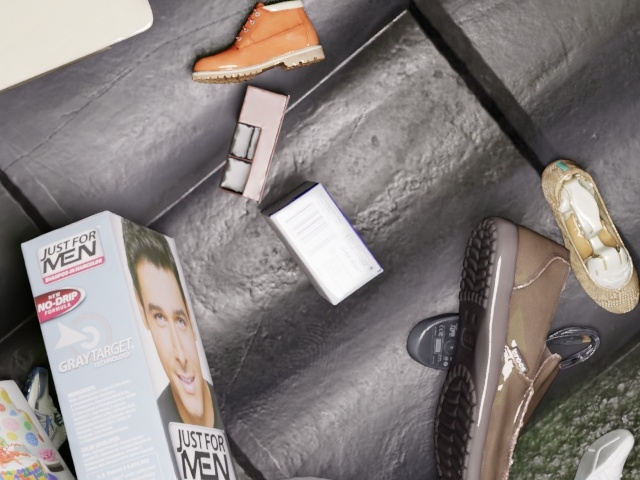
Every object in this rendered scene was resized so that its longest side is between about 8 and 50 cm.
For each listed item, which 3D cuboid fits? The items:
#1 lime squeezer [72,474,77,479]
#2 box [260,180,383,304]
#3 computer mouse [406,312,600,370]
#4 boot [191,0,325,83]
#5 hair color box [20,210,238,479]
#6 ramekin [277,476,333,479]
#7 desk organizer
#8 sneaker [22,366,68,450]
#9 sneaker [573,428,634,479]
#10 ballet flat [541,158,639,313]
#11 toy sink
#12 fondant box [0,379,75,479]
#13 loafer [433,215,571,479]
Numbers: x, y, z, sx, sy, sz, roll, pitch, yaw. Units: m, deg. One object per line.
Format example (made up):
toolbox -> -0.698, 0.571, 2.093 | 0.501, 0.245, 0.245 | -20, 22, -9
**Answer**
lime squeezer -> -0.232, 0.423, 1.977 | 0.110, 0.059, 0.310 | -3, 97, 24
box -> 0.000, 0.000, 1.921 | 0.072, 0.137, 0.126 | -36, 97, -4
computer mouse -> 0.219, 0.121, 2.010 | 0.242, 0.041, 0.071 | 3, 103, -13
boot -> -0.081, -0.230, 1.940 | 0.158, 0.059, 0.084 | -17, 93, -13
hair color box -> -0.196, 0.172, 1.820 | 0.113, 0.185, 0.374 | -20, 75, 14
ramekin -> -0.015, 0.409, 1.950 | 0.277, 0.135, 0.277 | 0, 94, -6
desk organizer -> -0.078, -0.113, 1.951 | 0.050, 0.047, 0.130 | 15, 92, -5
sneaker -> -0.320, 0.212, 1.950 | 0.058, 0.052, 0.135 | 1, 101, -16
sneaker -> 0.339, 0.297, 2.028 | 0.061, 0.054, 0.152 | 31, 96, -17
ballet flat -> 0.326, -0.001, 1.993 | 0.073, 0.067, 0.206 | -31, 97, -4
toy sink -> -0.315, -0.265, 1.872 | 0.234, 0.131, 0.153 | -23, 96, 1
fondant box -> -0.368, 0.305, 1.779 | 0.330, 0.238, 0.096 | 53, 123, 28
loafer -> 0.222, 0.158, 1.926 | 0.130, 0.134, 0.366 | 6, 103, -14
